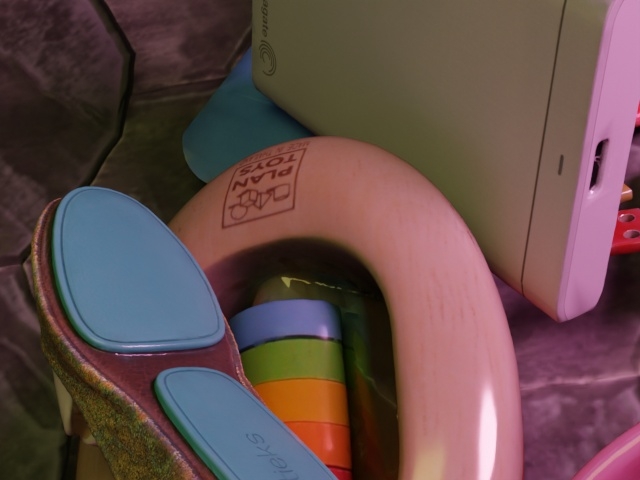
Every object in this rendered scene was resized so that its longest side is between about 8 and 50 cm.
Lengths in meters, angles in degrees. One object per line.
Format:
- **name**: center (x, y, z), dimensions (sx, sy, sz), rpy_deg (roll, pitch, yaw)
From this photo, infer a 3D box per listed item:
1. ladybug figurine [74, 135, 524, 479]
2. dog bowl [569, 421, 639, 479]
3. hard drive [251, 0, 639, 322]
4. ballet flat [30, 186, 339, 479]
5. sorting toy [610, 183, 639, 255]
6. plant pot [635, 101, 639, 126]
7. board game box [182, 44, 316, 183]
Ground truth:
- **ladybug figurine**: center (-0.003, 0.134, 0.987), dimensions (0.305, 0.162, 0.449), rpy_deg (-15, 54, 24)
- **dog bowl**: center (0.272, 0.251, 0.825), dimensions (0.408, 0.150, 0.408), rpy_deg (-10, 55, 14)
- **hard drive**: center (0.069, -0.131, 1.047), dimensions (0.047, 0.233, 0.353), rpy_deg (-20, 42, -29)
- **ballet flat**: center (-0.094, 0.100, 0.892), dimensions (0.123, 0.123, 0.348), rpy_deg (-36, 46, -5)
- **sorting toy**: center (0.288, -0.051, 1.042), dimensions (0.274, 0.046, 0.132), rpy_deg (-7, 29, 9)
- **plant pot**: center (0.209, -0.259, 1.110), dimensions (0.275, 0.275, 0.243), rpy_deg (-25, 53, 3)
- **board game box**: center (-0.032, -0.099, 1.248), dimensions (0.133, 0.033, 0.169), rpy_deg (19, 66, 41)
